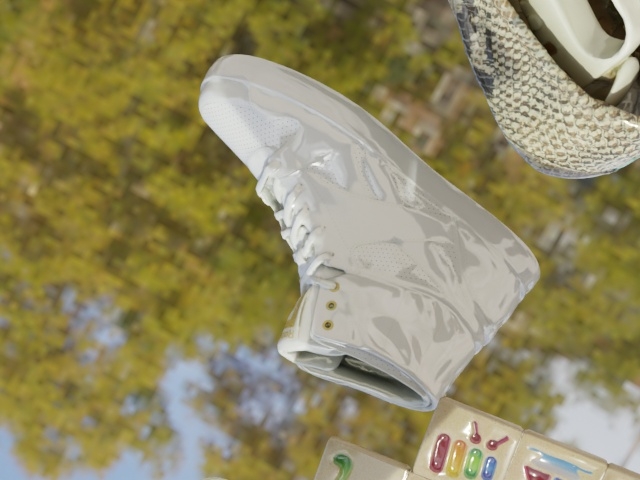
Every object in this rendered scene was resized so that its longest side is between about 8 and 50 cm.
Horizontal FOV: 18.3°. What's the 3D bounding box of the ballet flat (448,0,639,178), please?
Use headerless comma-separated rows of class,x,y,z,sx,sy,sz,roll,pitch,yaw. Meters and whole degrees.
ballet flat,0.120,-0.268,1.376,0.182,0.164,0.483,-17,105,58

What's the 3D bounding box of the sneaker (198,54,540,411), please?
sneaker,0.000,0.000,1.456,0.292,0.169,0.108,36,156,5

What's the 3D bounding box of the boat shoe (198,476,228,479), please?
boat shoe,-0.171,0.274,1.591,0.109,0.094,0.302,44,-142,6

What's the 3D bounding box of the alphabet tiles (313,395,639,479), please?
alphabet tiles,0.104,0.277,1.327,0.285,0.342,0.011,21,-156,5
